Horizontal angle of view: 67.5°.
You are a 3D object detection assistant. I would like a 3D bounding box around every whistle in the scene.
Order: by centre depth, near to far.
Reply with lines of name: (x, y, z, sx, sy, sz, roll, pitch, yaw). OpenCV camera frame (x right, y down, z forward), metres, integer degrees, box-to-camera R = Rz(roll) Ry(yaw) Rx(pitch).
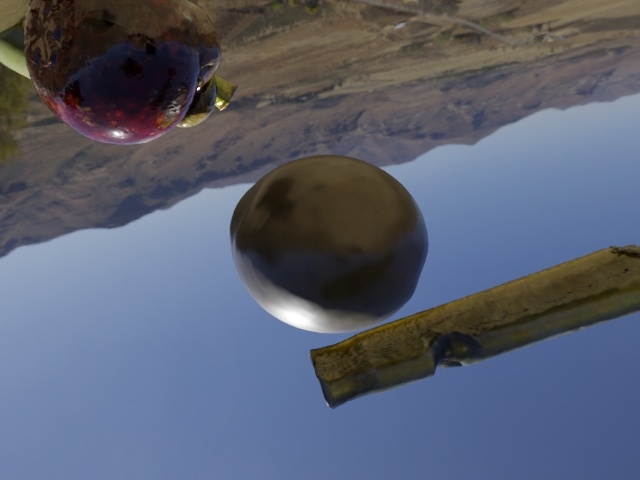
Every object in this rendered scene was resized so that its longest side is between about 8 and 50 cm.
whistle: (0.151, 0.071, 0.427, 0.327, 0.057, 0.068, -19, -147, 0)

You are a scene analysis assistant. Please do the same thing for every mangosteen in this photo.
mangosteen: (-0.154, -0.165, 0.416, 0.156, 0.145, 0.181, 11, -149, 37)

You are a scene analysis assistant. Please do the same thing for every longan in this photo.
longan: (0.000, 0.000, 0.575, 0.249, 0.247, 0.248, -11, -168, 2)

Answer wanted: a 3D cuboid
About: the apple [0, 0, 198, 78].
apple: (-0.289, -0.329, 0.568, 0.292, 0.292, 0.253, -4, -129, 30)
